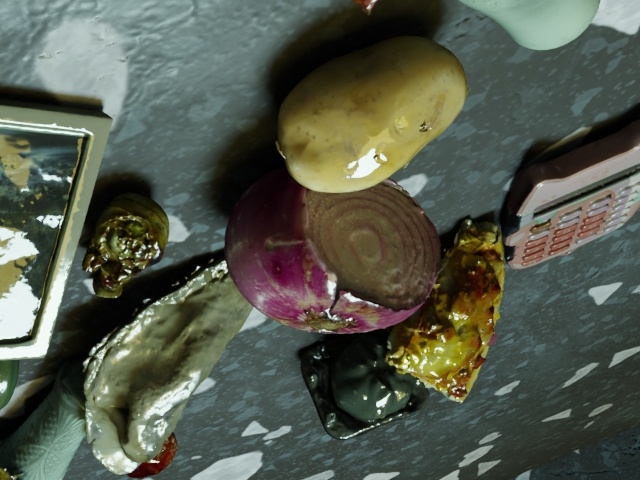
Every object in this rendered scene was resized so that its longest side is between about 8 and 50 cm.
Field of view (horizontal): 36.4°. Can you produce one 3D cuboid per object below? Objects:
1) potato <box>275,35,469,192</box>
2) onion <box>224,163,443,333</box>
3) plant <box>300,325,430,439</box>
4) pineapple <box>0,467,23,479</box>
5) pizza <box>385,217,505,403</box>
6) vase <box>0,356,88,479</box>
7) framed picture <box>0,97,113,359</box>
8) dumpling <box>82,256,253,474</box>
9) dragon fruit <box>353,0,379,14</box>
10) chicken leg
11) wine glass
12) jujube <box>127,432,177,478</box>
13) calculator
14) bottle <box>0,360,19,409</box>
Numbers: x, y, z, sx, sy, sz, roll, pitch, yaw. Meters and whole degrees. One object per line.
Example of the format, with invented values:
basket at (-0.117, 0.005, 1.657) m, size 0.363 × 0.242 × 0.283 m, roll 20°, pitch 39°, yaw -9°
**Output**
potato at (0.046, -0.111, 0.852) m, size 0.178 × 0.109 × 0.118 m, roll -29°, pitch 118°, yaw -1°
onion at (0.001, 0.013, 0.979) m, size 0.207 × 0.200 × 0.200 m, roll -14°, pitch 154°, yaw -47°
plant at (0.059, 0.209, 1.416) m, size 0.164 × 0.142 × 0.256 m, roll -15°, pitch 163°, yaw -17°
pineapple at (-0.436, 0.336, 1.112) m, size 0.158 × 0.161 × 0.334 m, roll -11°, pitch 140°, yaw 7°
pizza at (0.170, 0.117, 1.263) m, size 0.229 × 0.081 × 0.289 m, roll -20°, pitch 130°, yaw -44°
vase at (-0.325, 0.231, 1.198) m, size 0.096 × 0.096 × 0.219 m, roll 2°, pitch 141°, yaw -41°
framed picture at (-0.329, -0.005, 0.727) m, size 0.324 × 0.020 × 0.240 m, roll 3°, pitch 117°, yaw -42°
dumpling at (-0.174, 0.151, 1.085) m, size 0.166 × 0.086 × 0.332 m, roll 12°, pitch 115°, yaw -54°
dragon fruit at (-0.010, -0.232, 0.495) m, size 0.192 × 0.274 × 0.193 m, roll -57°, pitch -168°, yaw -21°
chicken leg at (-0.198, 0.017, 0.942) m, size 0.093 × 0.070 × 0.178 m, roll -38°, pitch 176°, yaw -30°
wine glass at (0.136, -0.222, 0.733) m, size 0.103 × 0.103 × 0.231 m, roll -36°, pitch 155°, yaw 23°
jujube at (-0.253, 0.309, 1.413) m, size 0.077 × 0.077 × 0.129 m, roll -8°, pitch 155°, yaw -29°
calculator at (0.336, -0.049, 1.276) m, size 0.220 × 0.048 × 0.329 m, roll -24°, pitch 156°, yaw -3°
bottle at (-0.413, 0.101, 0.841) m, size 0.271 × 0.143 × 0.156 m, roll -5°, pitch -173°, yaw -38°
